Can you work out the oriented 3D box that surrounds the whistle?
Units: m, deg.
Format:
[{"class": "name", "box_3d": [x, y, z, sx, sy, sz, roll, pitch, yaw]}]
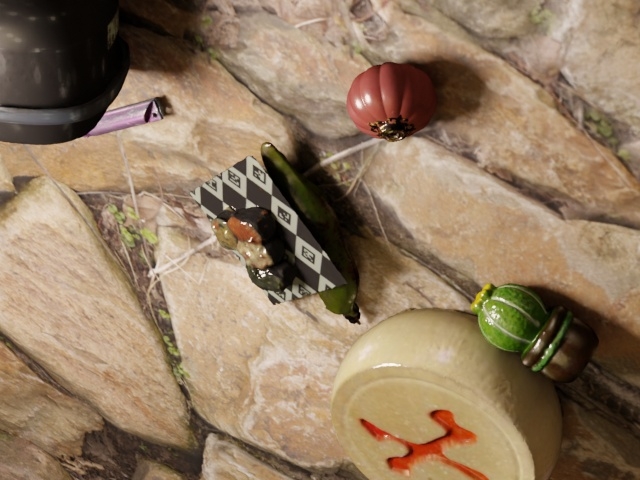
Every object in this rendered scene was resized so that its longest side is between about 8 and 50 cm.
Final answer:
[{"class": "whistle", "box_3d": [-0.294, -0.178, 1.456, 0.176, 0.033, 0.033, -7, 122, 37]}]

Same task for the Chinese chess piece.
[{"class": "Chinese chess piece", "box_3d": [0.180, 0.253, 1.435, 0.338, 0.140, 0.338, 18, 134, 19]}]

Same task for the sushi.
[{"class": "sushi", "box_3d": [-0.096, 0.006, 1.415, 0.220, 0.047, 0.231, 54, 150, -9]}]

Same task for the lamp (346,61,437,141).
[{"class": "lamp", "box_3d": [0.084, -0.164, 1.172, 0.107, 0.092, 0.107, -2, 157, -1]}]

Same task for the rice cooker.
[{"class": "rice cooker", "box_3d": [-0.375, -0.266, 1.273, 0.267, 0.267, 0.224, 21, 131, 17]}]

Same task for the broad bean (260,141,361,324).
[{"class": "broad bean", "box_3d": [0.000, 0.000, 1.393, 0.077, 0.061, 0.339, 8, 131, 43]}]

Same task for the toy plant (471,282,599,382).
[{"class": "toy plant", "box_3d": [0.273, 0.114, 1.291, 0.162, 0.093, 0.093, 32, 137, 10]}]
